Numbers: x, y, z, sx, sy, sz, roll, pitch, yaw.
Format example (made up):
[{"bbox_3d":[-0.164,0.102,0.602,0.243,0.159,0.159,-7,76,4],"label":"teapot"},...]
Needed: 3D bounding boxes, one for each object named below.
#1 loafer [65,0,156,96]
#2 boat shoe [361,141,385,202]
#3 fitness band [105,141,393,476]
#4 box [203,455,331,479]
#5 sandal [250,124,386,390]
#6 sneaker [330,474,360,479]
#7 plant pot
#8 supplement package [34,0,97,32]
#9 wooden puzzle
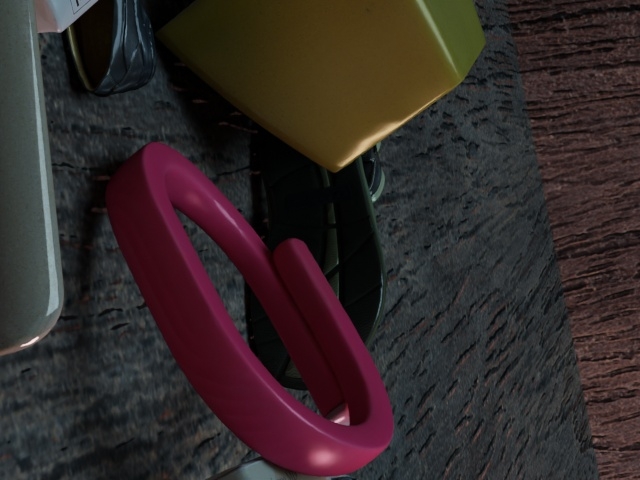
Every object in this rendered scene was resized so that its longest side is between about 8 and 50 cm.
[{"bbox_3d":[-0.162,-0.186,1.069,0.061,0.062,0.170,-41,118,-63],"label":"loafer"},{"bbox_3d":[0.037,-0.090,1.618,0.152,0.056,0.049,-92,157,-52],"label":"boat shoe"},{"bbox_3d":[-0.054,0.048,1.084,0.209,0.054,0.291,23,30,-53],"label":"fitness band"},{"bbox_3d":[-0.016,0.306,1.019,0.311,0.121,0.148,66,18,6],"label":"box"},{"bbox_3d":[0.001,-0.001,1.373,0.086,0.120,0.303,75,13,-59],"label":"sandal"},{"bbox_3d":[0.009,0.259,1.248,0.299,0.112,0.121,-2,82,-72],"label":"sneaker"},{"bbox_3d":[0.022,-0.185,1.281,0.187,0.212,0.212,52,24,-8],"label":"plant pot"},{"bbox_3d":[-0.174,-0.209,0.758,0.203,0.194,0.149,-53,133,-43],"label":"supplement package"},{"bbox_3d":[-0.201,-0.046,0.631,0.044,0.238,0.221,1,77,-44],"label":"wooden puzzle"}]
